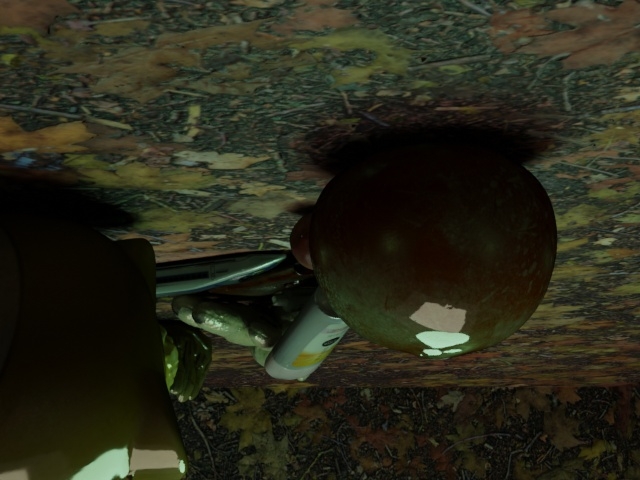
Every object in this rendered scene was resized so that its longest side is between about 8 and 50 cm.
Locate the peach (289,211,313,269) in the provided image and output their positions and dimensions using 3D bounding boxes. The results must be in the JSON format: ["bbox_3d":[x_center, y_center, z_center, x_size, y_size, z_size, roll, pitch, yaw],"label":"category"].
[{"bbox_3d":[0.000,0.001,1.496,0.083,0.083,0.083,-2,168,0],"label":"peach"}]

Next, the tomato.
[{"bbox_3d":[0.122,0.019,1.271,0.270,0.223,0.270,-3,164,-1],"label":"tomato"}]

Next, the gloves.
[{"bbox_3d":[-0.300,0.237,2.394,0.154,0.141,0.331,25,175,-3],"label":"gloves"}]

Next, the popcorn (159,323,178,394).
[{"bbox_3d":[-0.377,0.220,2.055,0.256,0.255,0.195,4,167,4],"label":"popcorn"}]

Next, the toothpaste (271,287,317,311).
[{"bbox_3d":[0.008,0.100,2.028,0.218,0.041,0.064,-1,154,-37],"label":"toothpaste"}]

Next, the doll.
[{"bbox_3d":[-0.125,0.142,2.089,0.278,0.175,0.149,20,118,-40],"label":"doll"}]

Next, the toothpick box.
[{"bbox_3d":[-0.391,0.162,1.404,0.425,0.409,0.409,-4,169,-14],"label":"toothpick box"}]

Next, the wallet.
[{"bbox_3d":[-0.063,0.059,1.857,0.137,0.031,0.255,2,170,-38],"label":"wallet"}]

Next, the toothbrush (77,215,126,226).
[{"bbox_3d":[-0.327,-0.017,1.514,0.167,0.014,0.011,-6,158,18],"label":"toothbrush"}]

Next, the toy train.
[{"bbox_3d":[-0.165,0.053,1.780,0.251,0.048,0.055,-8,169,24],"label":"toy train"}]

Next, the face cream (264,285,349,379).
[{"bbox_3d":[-0.009,0.149,1.921,0.107,0.073,0.269,-10,156,-26],"label":"face cream"}]
